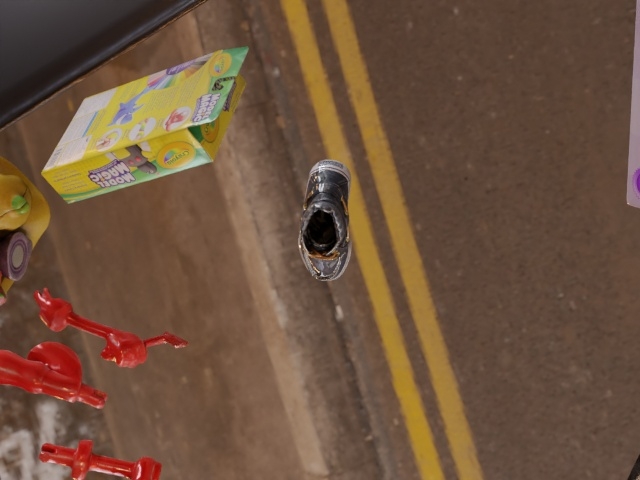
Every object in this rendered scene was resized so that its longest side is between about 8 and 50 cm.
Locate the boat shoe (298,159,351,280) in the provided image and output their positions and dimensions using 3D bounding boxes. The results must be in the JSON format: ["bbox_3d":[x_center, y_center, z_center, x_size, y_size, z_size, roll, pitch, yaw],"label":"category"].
[{"bbox_3d":[0.000,0.000,1.232,0.183,0.065,0.083,91,-171,-45],"label":"boat shoe"}]

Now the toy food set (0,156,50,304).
[{"bbox_3d":[-0.286,0.032,0.854,0.071,0.218,0.128,12,156,36],"label":"toy food set"}]

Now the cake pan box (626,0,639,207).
[{"bbox_3d":[0.365,-0.123,0.860,0.246,0.070,0.267,27,124,54],"label":"cake pan box"}]

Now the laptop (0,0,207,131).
[{"bbox_3d":[-0.101,-0.241,0.596,0.236,0.382,0.408,58,180,-11],"label":"laptop"}]

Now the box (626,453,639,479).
[{"bbox_3d":[0.210,0.245,0.614,0.175,0.220,0.051,48,153,-26],"label":"box"}]

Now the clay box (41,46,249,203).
[{"bbox_3d":[-0.169,-0.119,1.093,0.222,0.127,0.053,-12,131,29],"label":"clay box"}]

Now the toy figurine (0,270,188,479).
[{"bbox_3d":[-0.205,0.216,0.600,0.362,0.191,0.217,-89,15,-52],"label":"toy figurine"}]
